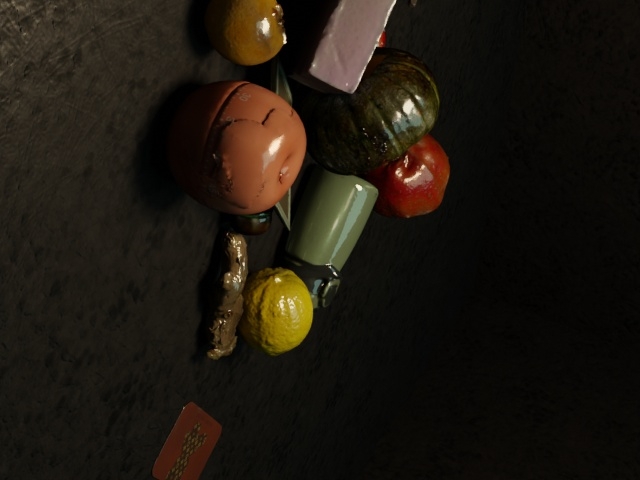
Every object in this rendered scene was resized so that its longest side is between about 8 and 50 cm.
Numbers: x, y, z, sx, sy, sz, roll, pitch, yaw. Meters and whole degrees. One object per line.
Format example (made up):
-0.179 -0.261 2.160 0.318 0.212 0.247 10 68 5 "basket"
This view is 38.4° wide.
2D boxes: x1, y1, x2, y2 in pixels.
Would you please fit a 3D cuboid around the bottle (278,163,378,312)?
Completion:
0.001 0.001 2.171 0.347 0.168 0.168 -67 160 2 "bottle"

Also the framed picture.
-0.079 -0.185 1.805 0.231 0.018 0.293 69 21 -76 "framed picture"

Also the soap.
0.045 -0.427 1.751 0.286 0.107 0.296 -67 -165 6 "soap"

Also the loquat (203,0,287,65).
-0.127 -0.363 1.546 0.141 0.141 0.141 -52 153 -40 "loquat"

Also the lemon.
-0.105 0.156 2.035 0.181 0.180 0.193 -56 135 -32 "lemon"

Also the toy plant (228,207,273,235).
-0.136 -0.095 1.832 0.093 0.092 0.162 -39 144 -54 "toy plant"

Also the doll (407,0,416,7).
0.293 -0.727 2.212 0.330 0.235 0.174 -56 -160 -13 "doll"

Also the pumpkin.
0.102 -0.282 1.968 0.320 0.320 0.192 -57 132 -31 "pumpkin"

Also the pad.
-0.299 0.474 2.084 0.181 0.004 0.267 -64 158 -17 "pad"

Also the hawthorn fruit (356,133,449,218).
0.217 -0.191 2.398 0.300 0.254 0.254 82 33 -74 "hawthorn fruit"

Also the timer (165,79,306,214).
-0.143 -0.158 1.577 0.230 0.214 0.230 -52 154 -39 "timer"

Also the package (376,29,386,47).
0.109 -0.449 2.169 0.194 0.071 0.269 -59 169 -8 "package"

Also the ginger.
-0.188 0.116 1.909 0.122 0.084 0.290 -31 137 -52 "ginger"
